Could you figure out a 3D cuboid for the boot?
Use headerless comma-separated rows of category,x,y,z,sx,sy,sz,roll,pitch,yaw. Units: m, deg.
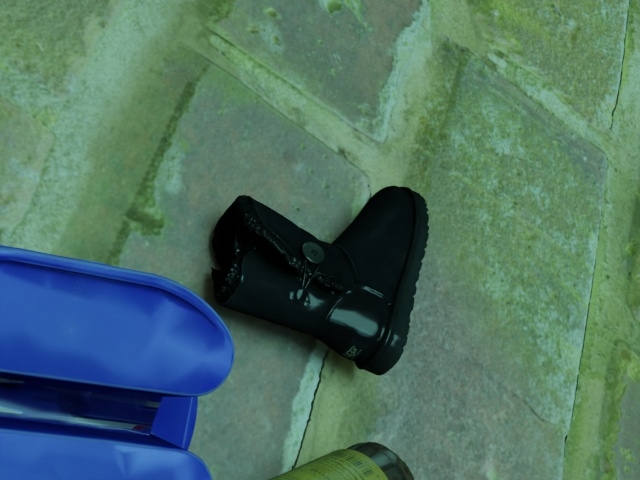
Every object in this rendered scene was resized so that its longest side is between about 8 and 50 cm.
boot,0.000,0.000,1.255,0.207,0.094,0.246,29,48,-19

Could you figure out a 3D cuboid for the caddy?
caddy,-0.234,0.125,0.954,0.341,0.179,0.241,13,82,-32

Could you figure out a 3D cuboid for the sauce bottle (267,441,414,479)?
sauce bottle,-0.064,0.270,1.044,0.344,0.111,0.111,-13,74,-41
